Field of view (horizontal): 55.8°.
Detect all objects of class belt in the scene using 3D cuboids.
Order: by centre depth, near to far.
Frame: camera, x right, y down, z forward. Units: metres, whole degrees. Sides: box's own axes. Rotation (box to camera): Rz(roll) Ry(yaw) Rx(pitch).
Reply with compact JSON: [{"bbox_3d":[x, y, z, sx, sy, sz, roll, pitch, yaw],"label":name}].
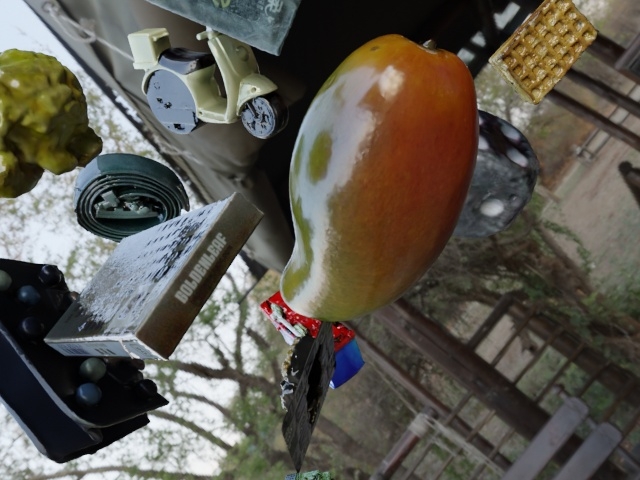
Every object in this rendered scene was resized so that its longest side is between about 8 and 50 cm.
[{"bbox_3d":[-0.438,-0.099,1.420,0.268,0.116,0.206,8,-54,-28],"label":"belt"}]

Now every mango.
[{"bbox_3d":[0.045,-0.029,0.514,0.146,0.129,0.289,-9,-41,-15],"label":"mango"}]

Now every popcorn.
[{"bbox_3d":[-0.462,-0.173,0.913,0.206,0.252,0.236,1,60,53],"label":"popcorn"}]

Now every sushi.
[{"bbox_3d":[-0.034,0.211,0.870,0.215,0.051,0.192,84,-156,-53],"label":"sushi"}]

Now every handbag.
[{"bbox_3d":[-0.386,0.159,0.923,0.118,0.325,0.269,-45,-12,8],"label":"handbag"}]

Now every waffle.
[{"bbox_3d":[0.335,-0.288,0.909,0.148,0.102,0.042,-48,15,0],"label":"waffle"}]

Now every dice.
[{"bbox_3d":[0.273,-0.126,1.116,0.182,0.183,0.181,-85,17,-48],"label":"dice"}]

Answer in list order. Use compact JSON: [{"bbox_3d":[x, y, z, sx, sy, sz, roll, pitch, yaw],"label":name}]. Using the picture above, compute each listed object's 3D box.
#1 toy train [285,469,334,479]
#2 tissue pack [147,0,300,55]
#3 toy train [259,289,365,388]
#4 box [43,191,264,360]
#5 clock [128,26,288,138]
[{"bbox_3d":[-0.018,0.425,1.056,0.083,0.053,0.033,-23,40,22],"label":"toy train"},{"bbox_3d":[-0.177,-0.500,1.083,0.228,0.316,0.103,119,167,-45],"label":"tissue pack"},{"bbox_3d":[-0.018,0.170,1.121,0.083,0.204,0.131,-37,-52,-18],"label":"toy train"},{"bbox_3d":[-0.207,0.052,0.699,0.325,0.047,0.180,-12,40,51],"label":"box"},{"bbox_3d":[-0.257,-0.368,1.369,0.120,0.379,0.276,-47,-47,-47],"label":"clock"}]
